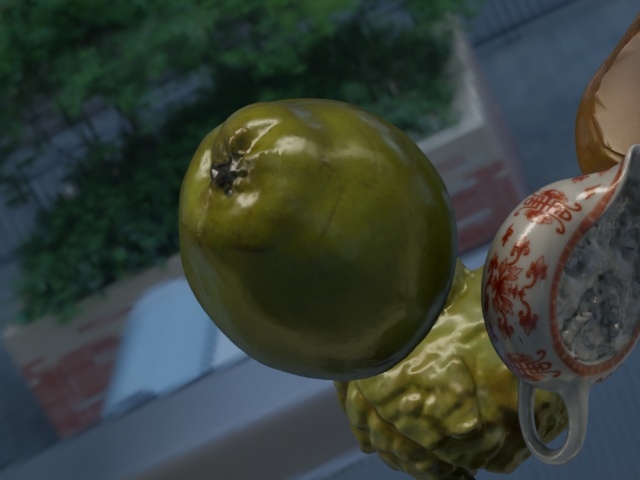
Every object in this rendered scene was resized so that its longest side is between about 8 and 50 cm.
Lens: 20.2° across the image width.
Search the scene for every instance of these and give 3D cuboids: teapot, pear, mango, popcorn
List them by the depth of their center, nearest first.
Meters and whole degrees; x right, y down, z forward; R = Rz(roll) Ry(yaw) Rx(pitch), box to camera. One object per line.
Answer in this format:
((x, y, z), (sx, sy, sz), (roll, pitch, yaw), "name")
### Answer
((0.000, 0.000, 1.347), (0.212, 0.269, 0.212), (-14, 59, 25), "pear")
((0.186, 0.046, 1.355), (0.116, 0.245, 0.159), (8, 8, 36), "teapot")
((0.307, -0.121, 1.559), (0.136, 0.166, 0.236), (6, 71, 37), "mango")
((0.136, 0.137, 1.771), (0.256, 0.255, 0.195), (-14, -24, 17), "popcorn")
